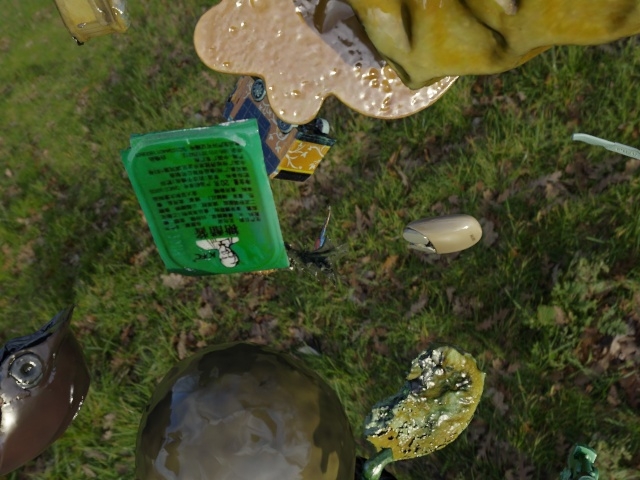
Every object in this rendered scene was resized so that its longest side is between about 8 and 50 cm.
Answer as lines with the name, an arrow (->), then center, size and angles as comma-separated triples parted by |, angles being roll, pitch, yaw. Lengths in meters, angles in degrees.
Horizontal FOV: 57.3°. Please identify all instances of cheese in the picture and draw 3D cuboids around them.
cheese -> 0.000, 0.000, 1.974 | 0.037, 0.256, 0.106 | 11, 27, -6

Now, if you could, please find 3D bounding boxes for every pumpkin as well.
pumpkin -> 0.098, 0.574, 1.327 | 0.247, 0.248, 0.248 | -7, 61, 13

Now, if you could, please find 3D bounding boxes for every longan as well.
longan -> -0.132, 0.372, 1.016 | 0.390, 0.391, 0.392 | -7, 61, 13

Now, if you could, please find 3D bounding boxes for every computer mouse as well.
computer mouse -> 0.379, -0.016, 1.817 | 0.236, 0.145, 0.082 | -7, 59, 24

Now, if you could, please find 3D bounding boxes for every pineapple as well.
pineapple -> -0.071, 0.031, 1.304 | 0.277, 0.130, 0.119 | 6, 38, 30

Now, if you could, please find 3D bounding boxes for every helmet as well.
helmet -> -0.495, 0.264, 0.984 | 0.305, 0.225, 0.177 | -37, 103, -21

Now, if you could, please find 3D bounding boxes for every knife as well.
knife -> 0.697, -0.229, 1.413 | 0.210, 0.028, 0.015 | 12, 51, -13

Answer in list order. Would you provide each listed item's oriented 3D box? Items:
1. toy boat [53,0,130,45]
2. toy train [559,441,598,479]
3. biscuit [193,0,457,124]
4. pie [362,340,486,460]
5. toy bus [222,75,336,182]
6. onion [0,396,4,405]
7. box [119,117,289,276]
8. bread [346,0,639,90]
toy boat -> -0.506, -0.610, 1.142 | 0.135, 0.446, 0.162 | -11, 40, 6
toy train -> 0.590, 0.541, 1.323 | 0.071, 0.178, 0.105 | 21, 102, 17
biscuit -> 0.018, -0.282, 0.756 | 0.354, 0.276, 0.052 | 7, 20, -6
pie -> 0.272, 0.425, 1.500 | 0.371, 0.296, 0.078 | -57, 32, 13
toy bus -> -0.127, -0.329, 1.674 | 0.323, 0.161, 0.194 | 51, 122, 29
onion -> -0.491, 0.287, 0.768 | 0.159, 0.160, 0.195 | 5, 44, 19
box -> -0.212, -0.089, 1.158 | 0.263, 0.337, 0.106 | -4, 38, 7
bread -> 0.160, -0.278, 0.554 | 0.252, 0.195, 0.239 | -16, 72, 46
